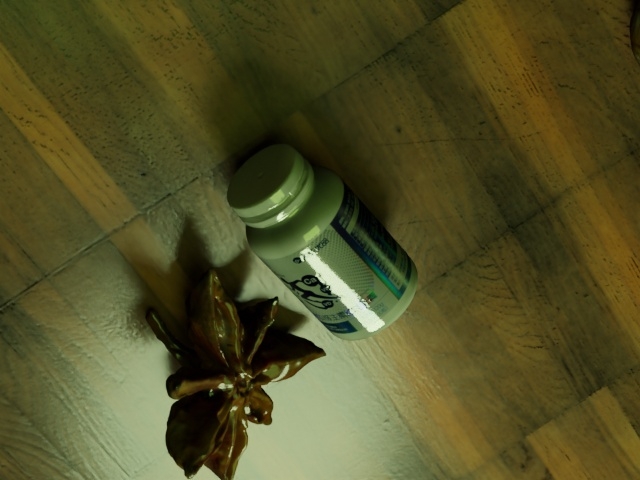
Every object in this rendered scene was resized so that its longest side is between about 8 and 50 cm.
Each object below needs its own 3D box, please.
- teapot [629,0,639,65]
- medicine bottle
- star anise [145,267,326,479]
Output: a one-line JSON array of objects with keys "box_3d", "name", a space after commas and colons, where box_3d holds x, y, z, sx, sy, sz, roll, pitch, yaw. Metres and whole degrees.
[{"box_3d": [0.344, -0.202, 1.513, 0.098, 0.078, 0.129, -12, 122, -11], "name": "teapot"}, {"box_3d": [0.000, 0.000, 1.504, 0.107, 0.107, 0.191, -38, 123, 7], "name": "medicine bottle"}, {"box_3d": [-0.091, 0.136, 1.555, 0.196, 0.111, 0.212, 8, 87, -43], "name": "star anise"}]
